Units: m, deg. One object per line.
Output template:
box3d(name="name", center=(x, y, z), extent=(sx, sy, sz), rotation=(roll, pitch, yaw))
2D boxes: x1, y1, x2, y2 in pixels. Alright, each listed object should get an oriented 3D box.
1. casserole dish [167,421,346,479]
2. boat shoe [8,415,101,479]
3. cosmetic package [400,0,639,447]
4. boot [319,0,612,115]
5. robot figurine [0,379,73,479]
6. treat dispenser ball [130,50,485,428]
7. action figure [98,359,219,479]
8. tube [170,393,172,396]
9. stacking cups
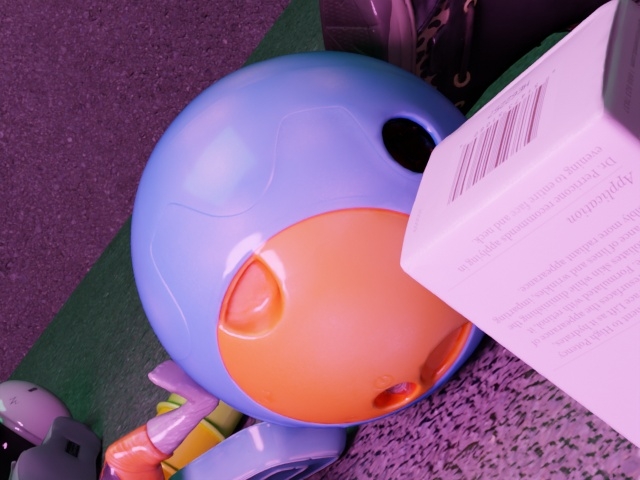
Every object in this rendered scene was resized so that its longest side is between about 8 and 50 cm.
box3d(name="casserole dish", center=(-0.052, 0.194, 1.043), extent=(0.188, 0.114, 0.037), rotation=(-37, 61, 44))
box3d(name="boat shoe", center=(-0.385, 0.340, 1.705), extent=(0.105, 0.113, 0.306), rotation=(-59, 11, 6))
box3d(name="cosmetic package", center=(0.160, 0.024, 0.491), extent=(0.117, 0.231, 0.085), rotation=(-39, 21, 43))
box3d(name="boot", center=(0.148, -0.178, 1.132), extent=(0.284, 0.138, 0.377), rotation=(-31, -30, -12))
box3d(name="robot figurine", center=(-0.516, 0.356, 1.945), extent=(0.278, 0.174, 0.209), rotation=(-57, 22, -11))
box3d(name="treat dispenser ball", center=(0.000, 0.000, 0.932), extent=(0.288, 0.288, 0.288), rotation=(-49, 15, 18))
box3d(name="action figure", center=(-0.142, 0.311, 0.983), extent=(0.330, 0.179, 0.341), rotation=(-58, 41, 45))
box3d(name="tube", center=(-0.158, 0.185, 1.493), extent=(0.207, 0.052, 0.080), rotation=(-62, 6, -8))
box3d(name="stacking cups", center=(-0.091, 0.133, 1.335), extent=(0.316, 0.096, 0.096), rotation=(-57, 14, -28))
